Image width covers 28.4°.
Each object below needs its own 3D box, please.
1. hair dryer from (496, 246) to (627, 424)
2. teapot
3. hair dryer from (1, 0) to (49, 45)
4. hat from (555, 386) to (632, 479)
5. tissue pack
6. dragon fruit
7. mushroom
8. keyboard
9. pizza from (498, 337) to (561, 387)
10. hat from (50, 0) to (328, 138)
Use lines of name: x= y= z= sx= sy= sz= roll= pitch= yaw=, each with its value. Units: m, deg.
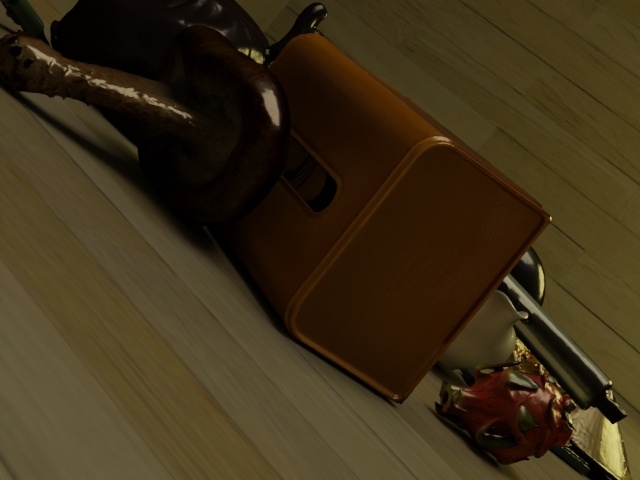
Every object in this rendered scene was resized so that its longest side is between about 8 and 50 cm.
hair dryer: x=0.223 y=0.107 z=1.502 sx=0.284 sy=0.155 sz=0.320 roll=64 pitch=6 yaw=7
teapot: x=0.134 y=0.078 z=1.339 sx=0.145 sy=0.092 sz=0.226 roll=41 pitch=-3 yaw=-27
hair dryer: x=-0.283 y=-0.220 z=1.188 sx=0.047 sy=0.071 sz=0.150 roll=45 pitch=-8 yaw=28
hat: x=0.321 y=0.210 z=1.517 sx=0.193 sy=0.082 sz=0.193 roll=39 pitch=3 yaw=-3
tissue pack: x=0.026 y=-0.034 z=1.045 sx=0.145 sy=0.194 sz=0.274 roll=36 pitch=7 yaw=-34
dragon fruit: x=0.158 y=0.148 z=1.088 sx=0.116 sy=0.086 sz=0.081 roll=2 pitch=-21 yaw=-18
mushroom: x=-0.148 y=-0.106 z=0.988 sx=0.217 sy=0.148 sz=0.227 roll=13 pitch=12 yaw=-34
keyboard: x=0.228 y=0.200 z=1.412 sx=0.176 sy=0.014 sz=0.055 roll=39 pitch=3 yaw=-15
pizza: x=0.297 y=0.186 z=1.698 sx=0.182 sy=0.062 sz=0.161 roll=40 pitch=12 yaw=-17
hat: x=-0.132 y=-0.211 z=1.305 sx=0.238 sy=0.209 sz=0.336 roll=36 pitch=5 yaw=-6
